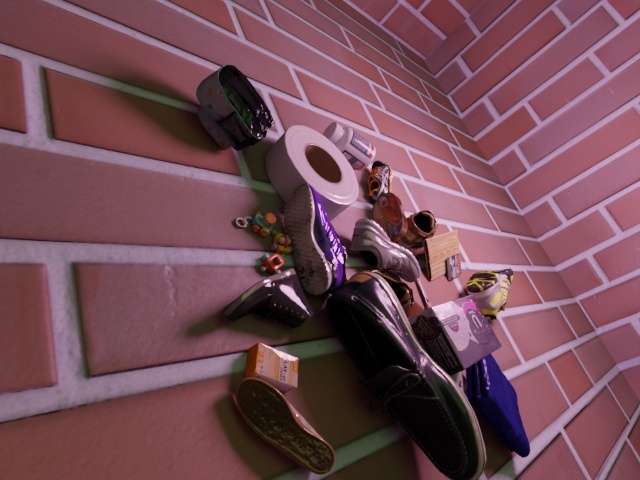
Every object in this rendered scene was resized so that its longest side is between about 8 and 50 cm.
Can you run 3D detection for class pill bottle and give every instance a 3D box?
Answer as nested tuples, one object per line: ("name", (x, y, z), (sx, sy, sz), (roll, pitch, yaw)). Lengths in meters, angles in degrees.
("pill bottle", (0.098, -0.335, 1.494), (0.180, 0.108, 0.108), (29, 40, -30))

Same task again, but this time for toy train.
("toy train", (-0.119, -0.002, 0.993), (0.166, 0.046, 0.125), (56, 34, 6))

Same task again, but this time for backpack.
("backpack", (-0.227, -0.340, 1.080), (0.189, 0.144, 0.166), (60, 29, -30))

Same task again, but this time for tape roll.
("tape roll", (-0.020, -0.196, 1.240), (0.286, 0.100, 0.286), (30, 39, -28))

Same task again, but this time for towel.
("towel", (0.501, 0.451, 1.228), (0.308, 0.076, 0.228), (52, 28, -26))

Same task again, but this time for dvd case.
("dvd case", (0.514, 0.099, 1.627), (0.119, 0.013, 0.087), (-12, 98, -54))

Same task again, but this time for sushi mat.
("sushi mat", (0.464, 0.050, 1.593), (0.316, 0.019, 0.152), (-12, 95, -53))

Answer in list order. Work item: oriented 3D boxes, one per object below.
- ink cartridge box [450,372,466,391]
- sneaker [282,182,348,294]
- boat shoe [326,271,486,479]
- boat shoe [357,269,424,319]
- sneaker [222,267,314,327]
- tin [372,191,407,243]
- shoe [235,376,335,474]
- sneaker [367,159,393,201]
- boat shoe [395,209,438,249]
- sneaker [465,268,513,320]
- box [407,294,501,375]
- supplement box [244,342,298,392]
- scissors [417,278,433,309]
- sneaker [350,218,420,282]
("ink cartridge box", (0.313, 0.349, 1.159), (0.180, 0.060, 0.104), (52, 34, 1))
("sneaker", (-0.001, 0.001, 1.084), (0.146, 0.102, 0.294), (10, 62, -50))
("boat shoe", (0.171, 0.303, 0.940), (0.155, 0.187, 0.501), (-15, 69, -45))
("boat shoe", (0.208, 0.173, 1.159), (0.307, 0.104, 0.111), (27, 41, -32))
("sneaker", (-0.092, 0.138, 0.864), (0.118, 0.083, 0.222), (57, 33, 7))
("tin", (0.231, -0.075, 1.415), (0.040, 0.106, 0.190), (30, 40, -40))
("shoe", (-0.069, 0.329, 0.749), (0.219, 0.058, 0.076), (45, 65, -2))
("sneaker", (0.211, -0.221, 1.547), (0.083, 0.084, 0.215), (23, 44, -28))
("boat shoe", (0.366, -0.048, 1.530), (0.324, 0.120, 0.123), (-22, 76, -55))
("sneaker", (0.674, 0.203, 1.675), (0.384, 0.145, 0.147), (-15, 91, -51))
("box", (0.327, 0.248, 1.086), (0.247, 0.142, 0.164), (-1, 60, -49))
("supplement box", (-0.091, 0.243, 0.809), (0.098, 0.036, 0.062), (30, 40, -29))
("scissors", (0.345, 0.208, 1.358), (0.108, 0.021, 0.297), (-4, 64, -49))
("sneaker", (0.187, 0.057, 1.277), (0.281, 0.105, 0.115), (37, 66, -23))
